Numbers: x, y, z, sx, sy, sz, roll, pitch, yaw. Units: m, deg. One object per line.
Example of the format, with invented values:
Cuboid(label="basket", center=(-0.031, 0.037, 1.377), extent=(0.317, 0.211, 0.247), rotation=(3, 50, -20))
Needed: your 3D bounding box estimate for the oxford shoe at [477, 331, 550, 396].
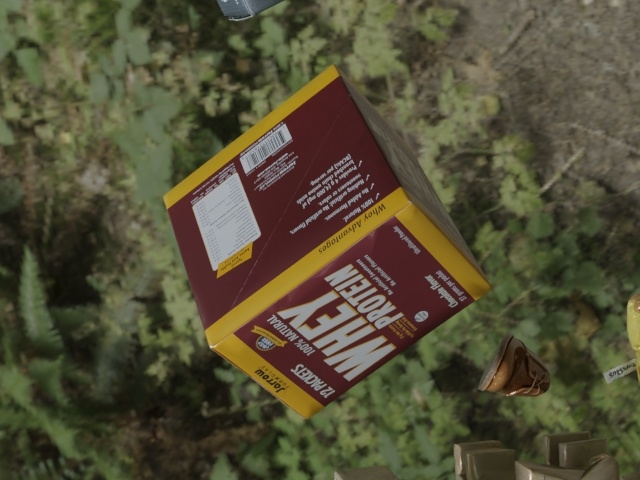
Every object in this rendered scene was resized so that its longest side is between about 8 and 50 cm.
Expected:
Cuboid(label="oxford shoe", center=(0.247, 0.162, 1.523), extent=(0.076, 0.212, 0.076), rotation=(30, 98, 19))

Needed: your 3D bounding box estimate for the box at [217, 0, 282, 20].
Cuboid(label="box", center=(-0.027, -0.290, 0.822), extent=(0.233, 0.183, 0.059), rotation=(64, 163, -16))

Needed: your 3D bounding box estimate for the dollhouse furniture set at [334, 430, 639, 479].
Cuboid(label="dollhouse furniture set", center=(0.231, 0.410, 1.544), extent=(0.362, 0.394, 0.257), rotation=(-173, 80, -81))

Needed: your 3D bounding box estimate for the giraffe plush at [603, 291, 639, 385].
Cuboid(label="giraffe plush", center=(0.530, 0.168, 1.801), extent=(0.210, 0.170, 0.181), rotation=(-43, 102, 2))

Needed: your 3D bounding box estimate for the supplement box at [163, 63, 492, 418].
Cuboid(label="supplement box", center=(0.000, 0.000, 1.007), extent=(0.191, 0.129, 0.194), rotation=(-36, 42, 11))
